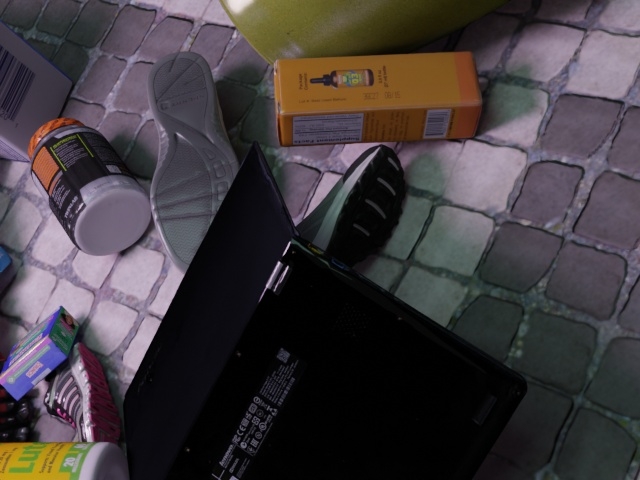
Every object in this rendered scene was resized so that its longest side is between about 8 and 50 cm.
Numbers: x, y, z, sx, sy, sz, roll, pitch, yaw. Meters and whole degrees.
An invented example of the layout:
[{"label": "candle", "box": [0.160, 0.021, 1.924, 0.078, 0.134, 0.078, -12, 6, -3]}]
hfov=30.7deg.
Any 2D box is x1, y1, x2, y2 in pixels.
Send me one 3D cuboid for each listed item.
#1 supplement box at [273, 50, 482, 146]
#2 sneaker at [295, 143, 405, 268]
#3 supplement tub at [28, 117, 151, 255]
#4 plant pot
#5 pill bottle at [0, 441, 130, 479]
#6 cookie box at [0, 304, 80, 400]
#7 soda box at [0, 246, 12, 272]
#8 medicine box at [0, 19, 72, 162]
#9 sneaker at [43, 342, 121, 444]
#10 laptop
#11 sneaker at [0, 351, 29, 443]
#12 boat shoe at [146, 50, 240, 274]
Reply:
[{"label": "supplement box", "box": [0.063, -0.162, 1.342, 0.233, 0.080, 0.078, -2, 62, -4]}, {"label": "sneaker", "box": [0.000, 0.000, 1.349, 0.108, 0.100, 0.271, 29, 83, 43]}, {"label": "supplement tub", "box": [-0.315, -0.077, 1.564, 0.117, 0.117, 0.190, -44, 52, 4]}, {"label": "plant pot", "box": [0.063, -0.367, 1.367, 0.353, 0.366, 0.366, -36, 52, 24]}, {"label": "pill bottle", "box": [-0.352, 0.301, 1.339, 0.245, 0.136, 0.136, -3, 64, 11]}, {"label": "cookie box", "box": [-0.358, 0.142, 1.490, 0.092, 0.040, 0.107, -40, 17, 9]}, {"label": "soda box", "box": [-0.526, -0.024, 1.609, 0.067, 0.210, 0.071, -37, 11, 8]}, {"label": "medicine box", "box": [-0.568, -0.249, 1.711, 0.289, 0.263, 0.149, 10, 71, 34]}, {"label": "sneaker", "box": [-0.300, 0.209, 1.443, 0.075, 0.063, 0.170, -35, 48, 10]}, {"label": "laptop", "box": [-0.030, 0.165, 1.245, 0.408, 0.236, 0.382, 32, 108, 11]}, {"label": "sneaker", "box": [-0.470, 0.186, 1.537, 0.135, 0.097, 0.276, -44, 62, 29]}, {"label": "boat shoe", "box": [-0.159, -0.091, 1.501, 0.118, 0.103, 0.320, -15, 63, 2]}]
